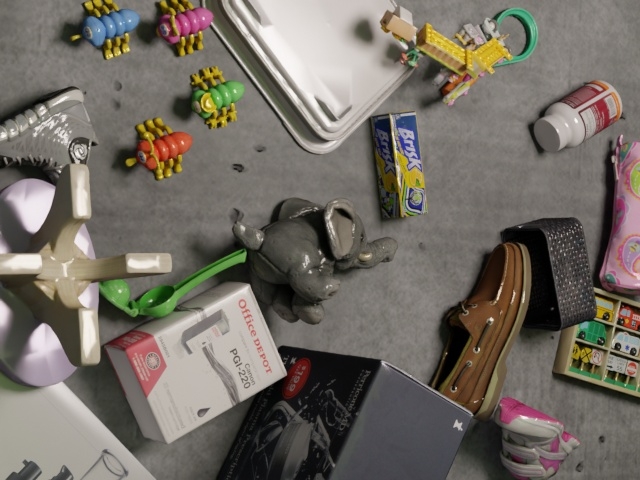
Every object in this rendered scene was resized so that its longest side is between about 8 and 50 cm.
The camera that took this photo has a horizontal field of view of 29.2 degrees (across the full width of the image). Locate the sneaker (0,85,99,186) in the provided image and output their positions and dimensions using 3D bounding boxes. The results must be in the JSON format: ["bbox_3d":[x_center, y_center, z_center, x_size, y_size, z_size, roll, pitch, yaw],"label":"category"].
[{"bbox_3d":[-0.398,-0.109,1.676,0.228,0.086,0.132,-33,108,-26],"label":"sneaker"}]

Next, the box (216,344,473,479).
[{"bbox_3d":[0.006,0.346,1.770,0.179,0.312,0.343,32,74,-25],"label":"box"}]

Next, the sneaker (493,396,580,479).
[{"bbox_3d":[0.352,0.345,2.053,0.111,0.103,0.252,-59,140,-8],"label":"sneaker"}]

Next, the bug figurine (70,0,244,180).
[{"bbox_3d":[-0.225,-0.239,1.779,0.216,0.072,0.279,-29,103,-26],"label":"bug figurine"}]

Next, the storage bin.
[{"bbox_3d":[0.391,0.057,2.096,0.084,0.122,0.180,-15,97,-28],"label":"storage bin"}]

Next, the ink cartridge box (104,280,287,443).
[{"bbox_3d":[-0.179,0.175,1.793,0.218,0.092,0.159,-29,104,-28],"label":"ink cartridge box"}]

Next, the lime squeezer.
[{"bbox_3d":[-0.263,0.060,1.744,0.310,0.059,0.110,4,128,-17],"label":"lime squeezer"}]

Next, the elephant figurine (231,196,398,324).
[{"bbox_3d":[0.000,0.000,1.879,0.169,0.186,0.239,30,57,18],"label":"elephant figurine"}]

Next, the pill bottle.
[{"bbox_3d":[0.449,-0.215,2.151,0.152,0.086,0.086,-30,104,-26],"label":"pill bottle"}]

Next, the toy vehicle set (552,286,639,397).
[{"bbox_3d":[0.549,0.192,2.234,0.266,0.035,0.166,18,81,-28],"label":"toy vehicle set"}]

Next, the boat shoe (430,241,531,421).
[{"bbox_3d":[0.265,0.139,2.031,0.104,0.110,0.307,18,78,-13],"label":"boat shoe"}]

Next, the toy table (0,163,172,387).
[{"bbox_3d":[-0.338,0.045,1.583,0.252,0.161,0.274,-14,90,-39],"label":"toy table"}]

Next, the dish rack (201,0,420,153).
[{"bbox_3d":[0.004,-0.334,1.912,0.285,0.072,0.333,-45,109,-21],"label":"dish rack"}]

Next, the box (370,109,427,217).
[{"bbox_3d":[0.127,-0.123,1.984,0.054,0.059,0.169,-10,95,-31],"label":"box"}]

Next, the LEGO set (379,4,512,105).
[{"bbox_3d":[0.195,-0.286,1.957,0.287,0.107,0.132,-6,61,-45],"label":"LEGO set"}]

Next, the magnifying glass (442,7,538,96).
[{"bbox_3d":[0.290,-0.314,2.097,0.231,0.026,0.092,-42,109,-22],"label":"magnifying glass"}]

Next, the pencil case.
[{"bbox_3d":[0.572,-0.044,2.205,0.124,0.124,0.284,9,85,-29],"label":"pencil case"}]

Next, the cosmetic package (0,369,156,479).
[{"bbox_3d":[-0.433,0.314,1.650,0.284,0.097,0.377,-48,111,-24],"label":"cosmetic package"}]
